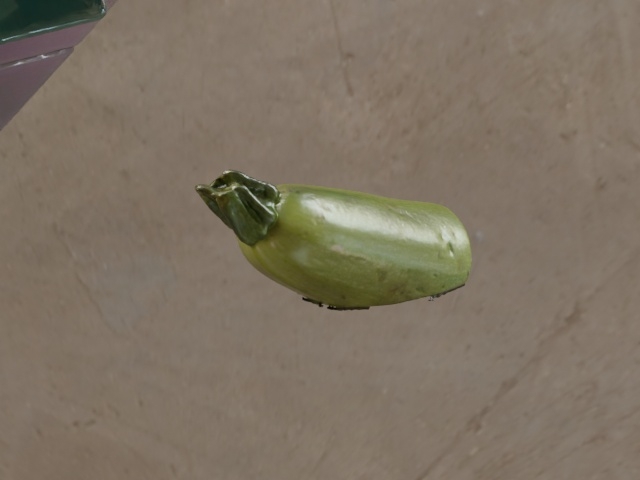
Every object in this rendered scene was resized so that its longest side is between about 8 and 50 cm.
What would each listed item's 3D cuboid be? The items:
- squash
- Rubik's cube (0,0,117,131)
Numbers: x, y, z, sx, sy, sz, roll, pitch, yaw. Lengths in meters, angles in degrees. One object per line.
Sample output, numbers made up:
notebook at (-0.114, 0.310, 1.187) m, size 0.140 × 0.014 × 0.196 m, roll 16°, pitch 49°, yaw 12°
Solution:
squash at (-0.001, 0.002, 0.948) m, size 0.200 × 0.075 × 0.090 m, roll 10°, pitch 38°, yaw -42°
Rubik's cube at (-0.342, -0.237, 1.069) m, size 0.387 × 0.368 × 0.358 m, roll -16°, pitch 68°, yaw -17°
